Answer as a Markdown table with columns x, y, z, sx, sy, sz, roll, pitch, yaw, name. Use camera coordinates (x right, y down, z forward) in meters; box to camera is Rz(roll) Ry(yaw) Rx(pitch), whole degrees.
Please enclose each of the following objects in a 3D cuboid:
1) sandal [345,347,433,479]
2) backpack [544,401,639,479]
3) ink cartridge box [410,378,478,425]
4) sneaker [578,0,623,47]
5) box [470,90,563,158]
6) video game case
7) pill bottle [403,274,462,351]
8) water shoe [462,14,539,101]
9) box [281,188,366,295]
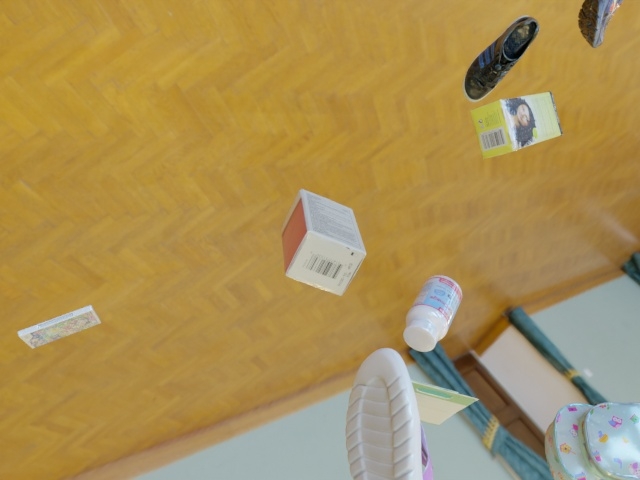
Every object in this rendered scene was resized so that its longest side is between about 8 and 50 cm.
| x | y | z | sx | sy | sz | roll | pitch | yaw | name |
| --- | --- | --- | --- | --- | --- | --- | --- | --- | --- |
| 0.133 | 0.390 | 1.033 | 0.102 | 0.417 | 0.169 | 12 | 153 | -37 | sandal |
| 0.500 | 0.367 | 1.106 | 0.188 | 0.166 | 0.144 | -3 | 148 | 10 | backpack |
| 0.221 | 0.334 | 1.365 | 0.171 | 0.056 | 0.235 | 16 | 147 | -4 | ink cartridge box |
| 0.634 | -0.528 | 1.376 | 0.087 | 0.083 | 0.221 | -7 | 135 | -4 | sneaker |
| 0.338 | -0.199 | 1.063 | 0.058 | 0.088 | 0.232 | -13 | -174 | 40 | box |
| -0.449 | 0.150 | 1.084 | 0.122 | 0.011 | 0.087 | -20 | 162 | -17 | video game case |
| 0.226 | 0.149 | 1.272 | 0.160 | 0.087 | 0.087 | -52 | 166 | -46 | pill bottle |
| 0.364 | -0.373 | 1.287 | 0.203 | 0.073 | 0.080 | -53 | -177 | 24 | water shoe |
| 0.000 | 0.000 | 1.471 | 0.148 | 0.232 | 0.127 | 21 | 113 | -16 | box |
